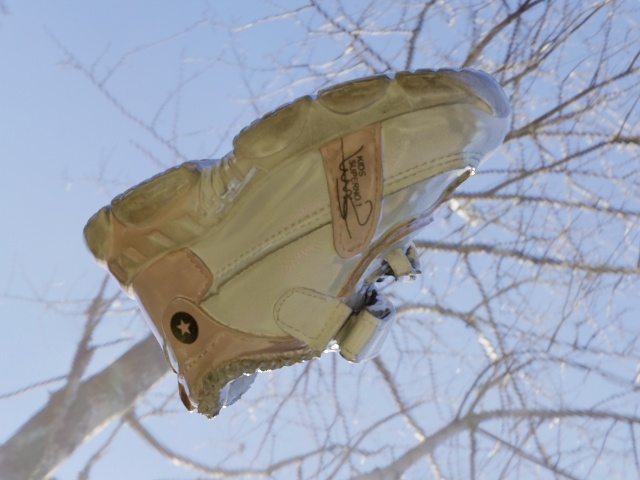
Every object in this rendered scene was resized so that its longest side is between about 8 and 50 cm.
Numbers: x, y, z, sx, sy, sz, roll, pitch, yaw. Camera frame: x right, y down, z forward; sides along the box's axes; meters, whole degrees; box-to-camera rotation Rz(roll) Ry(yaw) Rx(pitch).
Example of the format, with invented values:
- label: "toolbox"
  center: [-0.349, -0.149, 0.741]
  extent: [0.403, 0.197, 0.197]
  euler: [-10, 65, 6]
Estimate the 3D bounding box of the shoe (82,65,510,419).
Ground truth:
- label: "shoe"
  center: [0.002, -0.001, 0.868]
  extent: [0.351, 0.172, 0.198]
  euler: [-24, -90, 23]
